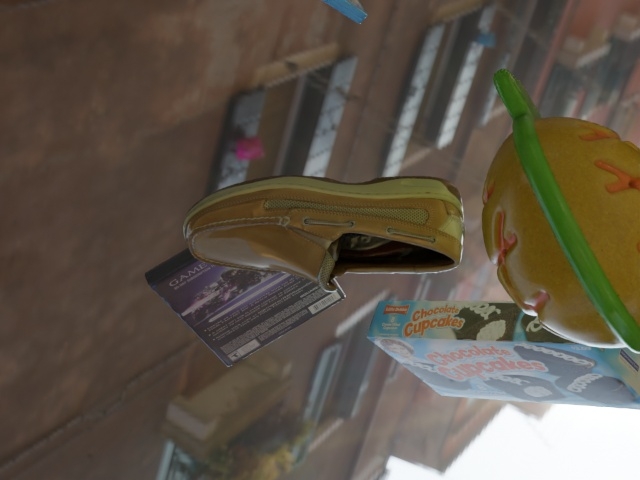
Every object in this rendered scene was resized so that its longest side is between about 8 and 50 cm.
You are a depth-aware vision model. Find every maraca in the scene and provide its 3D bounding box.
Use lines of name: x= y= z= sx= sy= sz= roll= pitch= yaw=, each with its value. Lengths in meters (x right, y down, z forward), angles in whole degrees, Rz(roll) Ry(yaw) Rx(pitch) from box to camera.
maraca: x=0.135 y=-0.019 z=0.636 sx=0.127 sy=0.099 sz=0.186 roll=51 pitch=-161 yaw=-39

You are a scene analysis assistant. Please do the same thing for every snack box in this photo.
snack box: x=0.238 y=0.141 z=1.468 sx=0.322 sy=0.060 sz=0.187 roll=-2 pitch=148 yaw=43

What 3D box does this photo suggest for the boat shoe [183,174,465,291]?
boat shoe: x=0.000 y=0.000 z=0.777 sx=0.190 sy=0.068 sz=0.072 roll=-6 pitch=-131 yaw=9

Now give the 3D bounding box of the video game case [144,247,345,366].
video game case: x=-0.090 y=0.061 z=1.552 sx=0.196 sy=0.274 sz=0.026 roll=-31 pitch=-123 yaw=1

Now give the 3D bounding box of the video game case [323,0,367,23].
video game case: x=-0.023 y=-0.296 z=1.206 sx=0.119 sy=0.015 sz=0.166 roll=25 pitch=-152 yaw=-40
